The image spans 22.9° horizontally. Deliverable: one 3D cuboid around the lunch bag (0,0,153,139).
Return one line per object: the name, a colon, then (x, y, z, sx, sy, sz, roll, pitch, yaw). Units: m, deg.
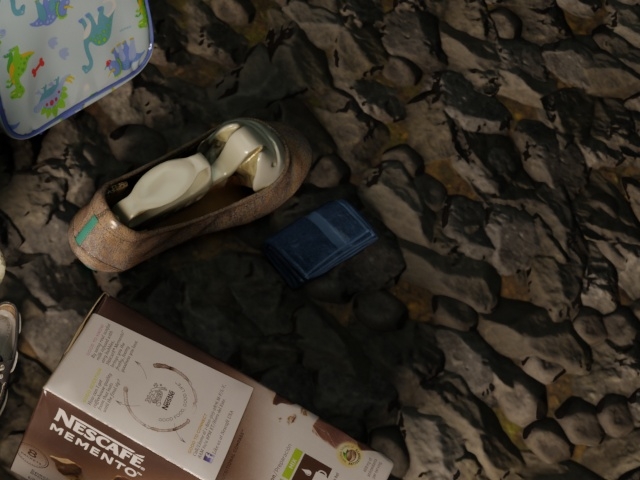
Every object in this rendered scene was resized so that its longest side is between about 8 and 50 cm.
lunch bag: (-0.277, -0.212, 1.611, 0.090, 0.176, 0.219, 20, 44, 39)

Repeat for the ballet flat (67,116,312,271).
ballet flat: (-0.113, -0.062, 1.615, 0.316, 0.106, 0.107, -33, 75, -36)

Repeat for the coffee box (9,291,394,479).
coffee box: (-0.109, 0.198, 1.405, 0.297, 0.168, 0.119, 30, 52, -2)

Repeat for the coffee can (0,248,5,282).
coffee can: (-0.416, -0.072, 1.436, 0.201, 0.201, 0.275, -7, 61, -26)

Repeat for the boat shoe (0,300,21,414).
boat shoe: (-0.303, 0.113, 1.462, 0.046, 0.038, 0.125, 19, 53, -10)

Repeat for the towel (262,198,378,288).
towel: (0.000, 0.000, 1.669, 0.119, 0.029, 0.067, -31, 73, -35)
